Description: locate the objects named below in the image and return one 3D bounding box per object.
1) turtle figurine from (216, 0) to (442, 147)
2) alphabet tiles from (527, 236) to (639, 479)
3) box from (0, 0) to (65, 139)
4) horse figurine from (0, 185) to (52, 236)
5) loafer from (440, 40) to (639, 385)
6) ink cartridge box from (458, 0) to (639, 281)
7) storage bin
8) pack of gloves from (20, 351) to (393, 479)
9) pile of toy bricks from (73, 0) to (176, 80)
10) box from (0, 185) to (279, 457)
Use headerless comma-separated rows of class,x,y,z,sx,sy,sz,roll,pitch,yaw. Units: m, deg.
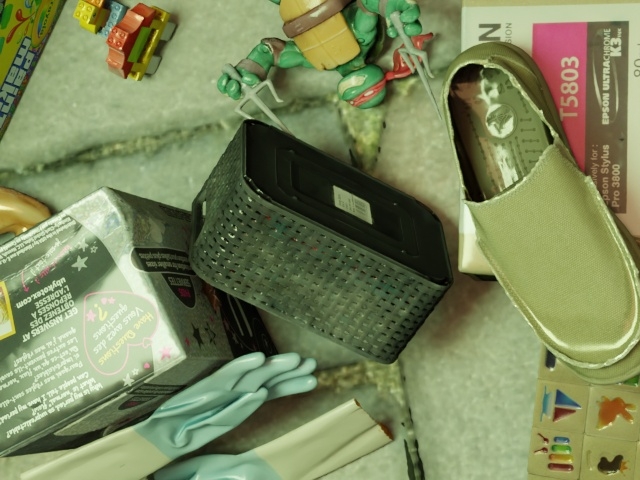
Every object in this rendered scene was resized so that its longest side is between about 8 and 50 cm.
turtle figurine,-0.007,-0.172,1.265,0.175,0.118,0.234,-30,101,20
alphabet tiles,0.259,0.114,1.188,0.198,0.009,0.237,7,108,11
box,-0.404,-0.213,1.282,0.290,0.279,0.177,26,92,13
horse figurine,-0.364,-0.030,1.361,0.263,0.066,0.174,42,105,6
loafer,0.149,-0.020,1.135,0.102,0.092,0.268,-32,76,22
ink cartridge box,0.204,-0.085,1.226,0.193,0.088,0.234,0,87,12
storage bin,0.000,0.000,1.208,0.180,0.122,0.084,25,116,-17
pack of gloves,-0.086,0.152,1.236,0.232,0.195,0.046,-28,52,9
pile of toy bricks,-0.154,-0.246,1.301,0.118,0.105,0.212,28,100,15
box,-0.153,0.066,1.215,0.163,0.247,0.142,-28,80,10
